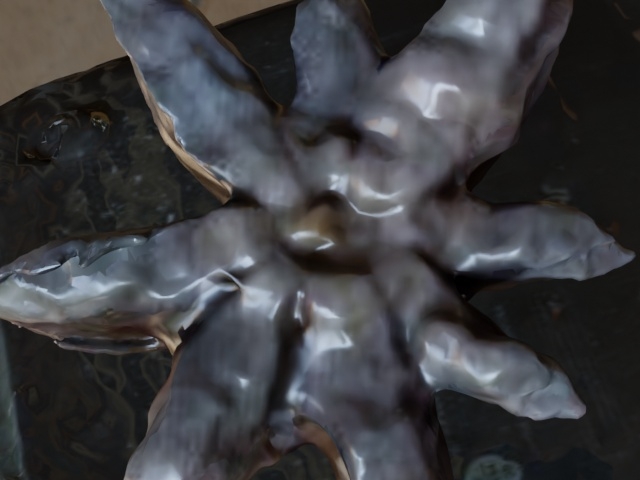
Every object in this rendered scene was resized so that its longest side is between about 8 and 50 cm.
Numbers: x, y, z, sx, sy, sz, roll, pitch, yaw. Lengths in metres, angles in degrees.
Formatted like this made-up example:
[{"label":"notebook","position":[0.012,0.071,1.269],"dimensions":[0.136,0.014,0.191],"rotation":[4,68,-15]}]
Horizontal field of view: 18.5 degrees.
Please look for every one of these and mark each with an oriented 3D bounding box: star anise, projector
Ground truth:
[{"label":"star anise","position":[0.000,0.000,0.618],"dimensions":[0.236,0.093,0.229],"rotation":[-43,78,-5]},{"label":"projector","position":[0.061,0.076,0.845],"dimensions":[0.405,0.242,0.395],"rotation":[-17,47,-1]}]
